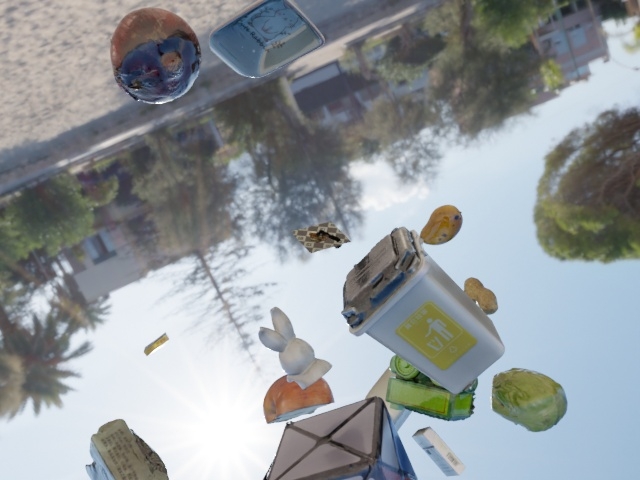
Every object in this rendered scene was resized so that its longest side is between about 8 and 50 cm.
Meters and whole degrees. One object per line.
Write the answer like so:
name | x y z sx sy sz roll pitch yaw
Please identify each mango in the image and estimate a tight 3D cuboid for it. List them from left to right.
mango | 0.423 -0.047 2.151 0.090 0.115 0.178 -77 -169 -54

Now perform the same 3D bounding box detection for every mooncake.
mooncake | -0.490 0.608 1.595 0.136 0.254 0.250 -25 150 -37

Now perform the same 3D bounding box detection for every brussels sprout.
brussels sprout | 0.612 0.457 1.826 0.223 0.161 0.223 5 -151 -3

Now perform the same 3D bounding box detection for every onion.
onion | -0.447 -0.495 1.725 0.272 0.272 0.195 -27 -135 -16

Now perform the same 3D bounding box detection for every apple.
apple | -0.100 0.586 2.366 0.251 0.163 0.293 -1 154 -35

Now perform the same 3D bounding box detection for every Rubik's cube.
Rubik's cube | 0.063 0.626 1.554 0.310 0.305 0.307 -20 -167 15

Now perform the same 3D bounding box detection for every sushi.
sushi | 0.000 0.000 1.669 0.126 0.026 0.120 -15 -143 -23

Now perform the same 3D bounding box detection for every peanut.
peanut | 0.584 0.205 2.269 0.089 0.089 0.193 -26 -148 -8

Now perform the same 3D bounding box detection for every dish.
dish | -0.119 -0.425 1.266 0.234 0.154 0.064 -17 -125 34

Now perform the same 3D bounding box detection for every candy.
candy | 0.295 0.583 2.359 0.145 0.208 0.358 29 -136 24

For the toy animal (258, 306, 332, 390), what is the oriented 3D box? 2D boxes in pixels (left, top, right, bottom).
toy animal | -0.084 0.285 1.631 0.103 0.221 0.131 -42 -179 -25

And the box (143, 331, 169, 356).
box | -0.525 0.331 1.990 0.089 0.022 0.156 -38 -174 -16

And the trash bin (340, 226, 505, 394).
trash bin | 0.248 0.167 1.520 0.256 0.367 0.296 -47 -167 15

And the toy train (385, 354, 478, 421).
toy train | 0.320 0.414 1.798 0.271 0.188 0.159 6 173 39

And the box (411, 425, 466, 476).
box | 0.344 0.614 1.806 0.040 0.154 0.084 -40 173 -24
